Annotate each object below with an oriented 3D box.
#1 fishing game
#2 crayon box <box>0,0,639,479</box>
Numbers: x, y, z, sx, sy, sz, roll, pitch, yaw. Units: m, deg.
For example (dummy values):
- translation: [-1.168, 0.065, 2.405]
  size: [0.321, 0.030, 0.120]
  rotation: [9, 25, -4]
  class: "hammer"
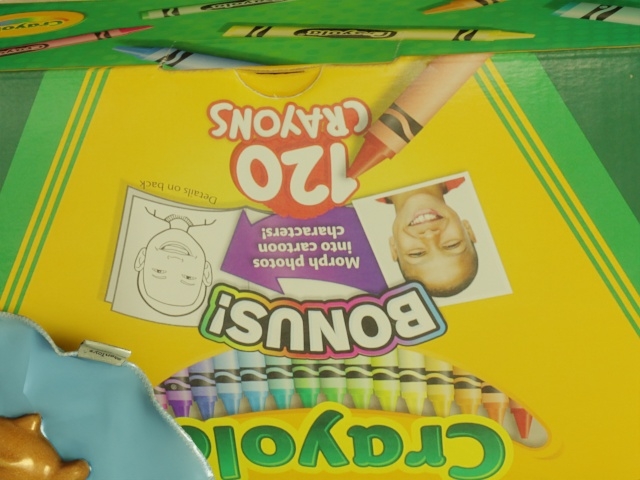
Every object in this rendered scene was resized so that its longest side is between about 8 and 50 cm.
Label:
- translation: [-0.120, 0.116, 0.647]
  size: [0.264, 0.041, 0.189]
  rotation: [23, 98, 3]
  class: "fishing game"
- translation: [0.000, 0.000, 0.665]
  size: [0.278, 0.081, 0.165]
  rotation: [-2, 116, 10]
  class: "crayon box"
